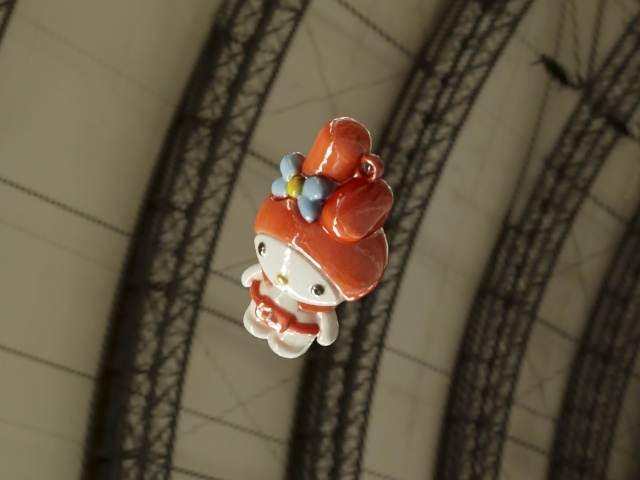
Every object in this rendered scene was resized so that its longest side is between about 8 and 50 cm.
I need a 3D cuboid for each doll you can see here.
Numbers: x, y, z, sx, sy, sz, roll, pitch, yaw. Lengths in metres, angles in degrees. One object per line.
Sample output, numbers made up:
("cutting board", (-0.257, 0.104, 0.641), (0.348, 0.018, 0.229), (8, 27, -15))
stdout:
("doll", (0.000, 0.000, 1.591), (0.161, 0.290, 0.130), (38, -146, 18))
